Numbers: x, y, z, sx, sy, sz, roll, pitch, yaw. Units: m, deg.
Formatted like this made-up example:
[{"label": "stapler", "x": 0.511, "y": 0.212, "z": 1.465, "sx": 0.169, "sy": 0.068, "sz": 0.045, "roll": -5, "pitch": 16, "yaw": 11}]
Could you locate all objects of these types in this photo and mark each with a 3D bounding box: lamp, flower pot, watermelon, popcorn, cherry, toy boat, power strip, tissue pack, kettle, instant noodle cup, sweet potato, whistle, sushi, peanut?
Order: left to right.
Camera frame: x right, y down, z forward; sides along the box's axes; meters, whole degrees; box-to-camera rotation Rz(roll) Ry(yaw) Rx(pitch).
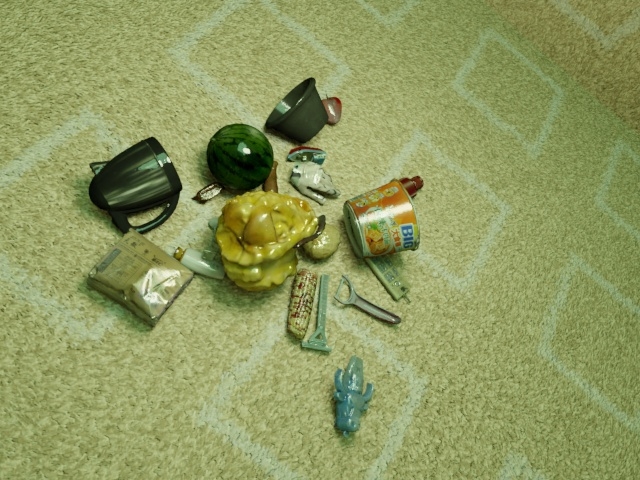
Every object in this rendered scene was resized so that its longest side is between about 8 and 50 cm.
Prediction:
[{"label": "kettle", "x": -0.622, "y": -0.180, "z": 1.535, "sx": 0.271, "sy": 0.251, "sz": 0.207, "roll": -31, "pitch": 51, "yaw": -21}, {"label": "tissue pack", "x": -0.561, "y": 0.114, "z": 1.452, "sx": 0.256, "sy": 0.123, "sz": 0.215, "roll": 37, "pitch": 58, "yaw": -5}, {"label": "sushi", "x": -0.406, "y": -0.174, "z": 1.674, "sx": 0.120, "sy": 0.055, "sz": 0.052, "roll": -40, "pitch": 97, "yaw": -19}, {"label": "lamp", "x": -0.369, "y": -0.016, "z": 1.596, "sx": 0.050, "sy": 0.056, "sz": 0.199, "roll": 16, "pitch": 45, "yaw": -17}, {"label": "watermelon", "x": -0.289, "y": -0.301, "z": 1.668, "sx": 0.242, "sy": 0.242, "sz": 0.243, "roll": 8, "pitch": 66, "yaw": -18}, {"label": "popcorn", "x": -0.165, "y": -0.011, "z": 1.531, "sx": 0.380, "sy": 0.349, "sz": 0.350, "roll": -13, "pitch": 70, "yaw": 13}, {"label": "sweet potato", "x": -0.182, "y": -0.187, "z": 1.767, "sx": 0.078, "sy": 0.058, "sz": 0.256, "roll": 3, "pitch": 71, "yaw": -43}, {"label": "flower pot", "x": -0.075, "y": -0.504, "z": 1.857, "sx": 0.166, "sy": 0.268, "sz": 0.269, "roll": 40, "pitch": 58, "yaw": -26}, {"label": "toy boat", "x": -0.054, "y": -0.339, "z": 1.871, "sx": 0.172, "sy": 0.069, "sz": 0.059, "roll": 0, "pitch": 60, "yaw": -27}, {"label": "peanut", "x": 0.000, "y": 0.000, "z": 1.727, "sx": 0.140, "sy": 0.109, "sz": 0.159, "roll": 17, "pitch": 48, "yaw": 17}, {"label": "cherry", "x": 0.040, "y": -0.564, "z": 1.994, "sx": 0.106, "sy": 0.087, "sz": 0.127, "roll": 8, "pitch": 85, "yaw": -20}, {"label": "whistle", "x": 0.106, "y": 0.525, "z": 1.564, "sx": 0.180, "sy": 0.093, "sz": 0.269, "roll": 32, "pitch": 57, "yaw": -34}, {"label": "instant noodle cup", "x": 0.218, "y": -0.068, "z": 1.743, "sx": 0.213, "sy": 0.296, "sz": 0.297, "roll": -17, "pitch": 75, "yaw": -6}, {"label": "power strip", "x": 0.271, "y": 0.138, "z": 1.822, "sx": 0.092, "sy": 0.034, "sz": 0.268, "roll": -34, "pitch": 84, "yaw": -30}]

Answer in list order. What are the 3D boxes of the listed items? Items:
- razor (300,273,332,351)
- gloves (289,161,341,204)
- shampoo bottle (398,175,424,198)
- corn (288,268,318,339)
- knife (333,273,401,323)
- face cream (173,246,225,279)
[{"label": "razor", "x": 0.004, "y": 0.251, "z": 1.656, "sx": 0.110, "sy": 0.056, "sz": 0.278, "roll": 14, "pitch": 65, "yaw": -14}, {"label": "gloves", "x": -0.012, "y": -0.232, "z": 1.826, "sx": 0.211, "sy": 0.111, "sz": 0.128, "roll": 19, "pitch": 58, "yaw": -5}, {"label": "shampoo bottle", "x": 0.335, "y": -0.203, "z": 1.972, "sx": 0.260, "sy": 0.064, "sz": 0.102, "roll": -30, "pitch": 84, "yaw": -29}, {"label": "corn", "x": -0.066, "y": 0.220, "z": 1.627, "sx": 0.086, "sy": 0.086, "sz": 0.254, "roll": 17, "pitch": 65, "yaw": -14}, {"label": "knife", "x": 0.180, "y": 0.236, "z": 1.735, "sx": 0.277, "sy": 0.053, "sz": 0.123, "roll": 31, "pitch": 56, "yaw": -8}, {"label": "face cream", "x": -0.408, "y": 0.077, "z": 1.568, "sx": 0.182, "sy": 0.051, "sz": 0.072, "roll": 24, "pitch": 57, "yaw": -12}]
